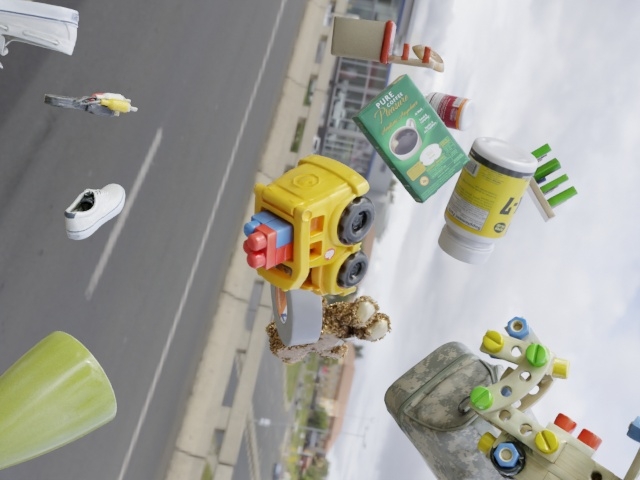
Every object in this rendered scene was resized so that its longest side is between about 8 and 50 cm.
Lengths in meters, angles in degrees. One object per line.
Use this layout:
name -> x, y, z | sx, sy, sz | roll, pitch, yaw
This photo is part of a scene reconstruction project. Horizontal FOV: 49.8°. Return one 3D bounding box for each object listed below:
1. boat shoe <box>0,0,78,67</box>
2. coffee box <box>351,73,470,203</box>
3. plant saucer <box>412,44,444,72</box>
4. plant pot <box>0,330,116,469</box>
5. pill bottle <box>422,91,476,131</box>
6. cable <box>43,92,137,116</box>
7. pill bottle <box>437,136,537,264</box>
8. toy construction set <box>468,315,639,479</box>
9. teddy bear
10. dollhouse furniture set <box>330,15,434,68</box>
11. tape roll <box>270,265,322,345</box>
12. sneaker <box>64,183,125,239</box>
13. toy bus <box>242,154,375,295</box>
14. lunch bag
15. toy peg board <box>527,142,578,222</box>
boat shoe -> -0.757, -0.483, 1.604 | 0.136, 0.367, 0.156 | -134, -130, -75
coffee box -> 0.148, -0.166, 1.128 | 0.113, 0.184, 0.040 | -43, -165, -6
plant saucer -> 0.225, -0.378, 1.416 | 0.015, 0.083, 0.083 | -51, -164, 33
plant pot -> -0.702, 0.412, 1.671 | 0.293, 0.275, 0.274 | -36, 147, -43
pill bottle -> 0.324, -0.343, 1.818 | 0.086, 0.152, 0.086 | -35, 135, -44
cable -> -0.648, -0.391, 1.889 | 0.287, 0.139, 0.072 | 1, 110, -61
pill bottle -> 0.293, -0.069, 1.237 | 0.119, 0.119, 0.208 | -79, -173, -62
toy construction set -> 0.336, 0.249, 0.929 | 0.215, 0.151, 0.328 | -53, -139, -9
teddy bear -> 0.022, 0.227, 1.851 | 0.338, 0.245, 0.113 | -31, -135, 34
dollhouse furniture set -> 0.098, -0.361, 0.892 | 0.262, 0.135, 0.259 | -60, 157, -74
tape roll -> -0.061, 0.138, 1.640 | 0.219, 0.072, 0.219 | 175, -90, -73
sneaker -> -0.622, -0.103, 1.922 | 0.258, 0.094, 0.091 | -70, 167, -55
toy bus -> -0.037, 0.005, 1.068 | 0.211, 0.149, 0.220 | -29, 135, -39
lunch bag -> 0.292, 0.364, 1.230 | 0.305, 0.213, 0.256 | 56, -5, -15
toy peg board -> 0.492, -0.131, 1.511 | 0.161, 0.079, 0.161 | 63, 13, 9
